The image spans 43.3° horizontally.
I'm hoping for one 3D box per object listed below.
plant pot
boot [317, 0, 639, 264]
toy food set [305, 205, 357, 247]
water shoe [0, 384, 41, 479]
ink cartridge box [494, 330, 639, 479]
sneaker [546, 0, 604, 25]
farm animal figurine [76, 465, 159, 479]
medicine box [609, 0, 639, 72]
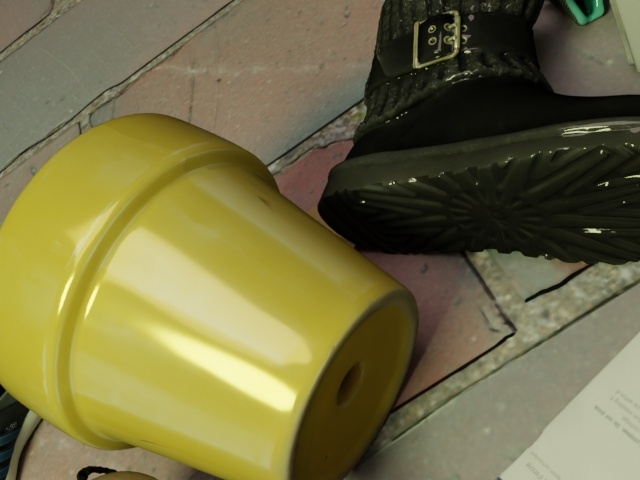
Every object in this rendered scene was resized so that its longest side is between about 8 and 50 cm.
[{"bbox_3d":[-0.070,0.061,0.594,0.239,0.254,0.254,24,72,26],"label":"plant pot"},{"bbox_3d":[0.166,-0.126,0.637,0.348,0.131,0.260,2,59,36],"label":"boot"},{"bbox_3d":[0.000,0.000,0.733,0.083,0.020,0.083,-3,57,33],"label":"toy food set"},{"bbox_3d":[-0.329,0.196,0.767,0.073,0.080,0.203,-5,55,33],"label":"water shoe"},{"bbox_3d":[0.271,0.084,0.452,0.333,0.065,0.165,-43,44,-3],"label":"ink cartridge box"},{"bbox_3d":[0.220,-0.250,0.681,0.065,0.166,0.076,-27,58,3],"label":"sneaker"},{"bbox_3d":[-0.086,0.257,0.486,0.330,0.172,0.327,-45,44,-3],"label":"farm animal figurine"},{"bbox_3d":[0.373,-0.296,0.611,0.289,0.149,0.263,-6,54,31],"label":"medicine box"}]
